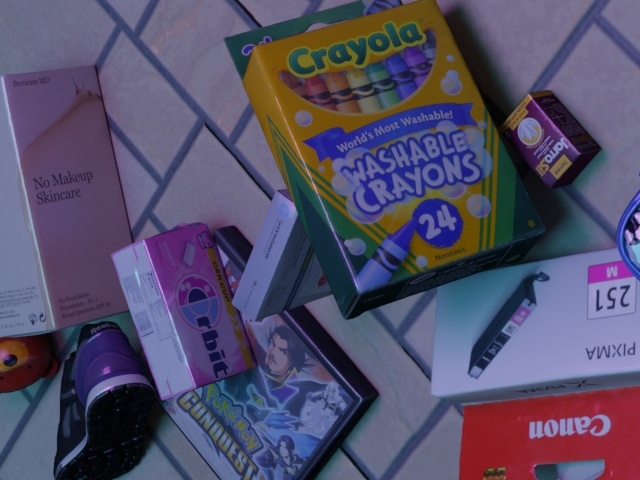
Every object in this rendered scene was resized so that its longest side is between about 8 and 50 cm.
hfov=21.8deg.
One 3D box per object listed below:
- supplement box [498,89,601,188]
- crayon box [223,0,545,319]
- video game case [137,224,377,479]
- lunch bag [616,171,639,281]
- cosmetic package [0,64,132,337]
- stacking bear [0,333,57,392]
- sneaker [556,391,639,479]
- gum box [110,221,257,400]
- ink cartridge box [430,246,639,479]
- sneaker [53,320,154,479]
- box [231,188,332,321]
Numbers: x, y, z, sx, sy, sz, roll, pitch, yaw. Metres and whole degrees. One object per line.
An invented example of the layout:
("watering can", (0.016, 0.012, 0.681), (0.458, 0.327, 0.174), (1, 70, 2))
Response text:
("supplement box", (0.225, -0.099, 1.637), (0.083, 0.043, 0.055), (51, 125, 19))
("crayon box", (0.058, -0.107, 1.640), (0.083, 0.203, 0.323), (116, 133, -65))
("video game case", (-0.086, 0.164, 1.956), (0.275, 0.035, 0.248), (49, 125, 21))
("lunch bag", (0.404, -0.038, 1.430), (0.243, 0.115, 0.303), (41, 112, 17))
("cosmetic package", (-0.334, -0.049, 2.035), (0.113, 0.160, 0.309), (-8, 95, 39))
("stacking bear", (-0.433, 0.060, 2.146), (0.164, 0.175, 0.289), (-165, 56, -71))
("sneaker", (0.275, 0.265, 1.653), (0.121, 0.099, 0.262), (37, 113, 36))
("gum box", (-0.157, 0.076, 1.900), (0.062, 0.107, 0.188), (-23, 85, 40))
("ink cartridge box", (0.229, 0.138, 1.616), (0.275, 0.060, 0.238), (-12, 65, 40))
("sneaker", (-0.278, 0.205, 2.081), (0.124, 0.107, 0.283), (68, 148, 30))
("box", (0.000, 0.000, 1.749), (0.038, 0.186, 0.145), (37, 120, 25))
